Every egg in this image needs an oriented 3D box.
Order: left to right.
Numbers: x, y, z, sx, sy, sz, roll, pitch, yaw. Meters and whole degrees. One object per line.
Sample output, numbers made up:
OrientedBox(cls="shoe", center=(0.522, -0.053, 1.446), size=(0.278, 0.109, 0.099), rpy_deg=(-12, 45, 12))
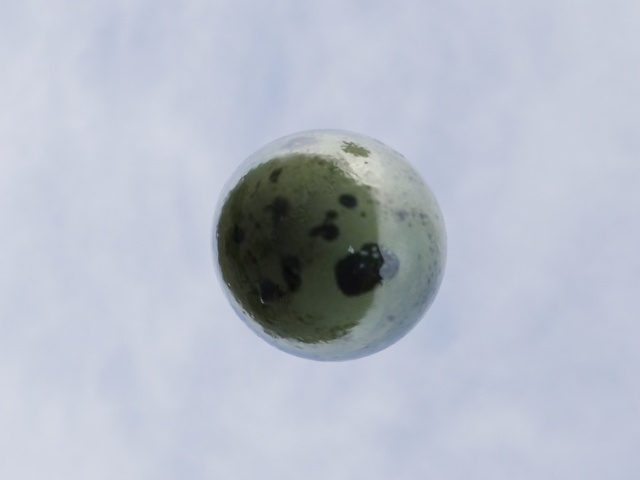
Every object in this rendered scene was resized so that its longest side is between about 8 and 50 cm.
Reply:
OrientedBox(cls="egg", center=(0.000, 0.000, 1.292), size=(0.228, 0.177, 0.177), rpy_deg=(-152, -120, -66))
